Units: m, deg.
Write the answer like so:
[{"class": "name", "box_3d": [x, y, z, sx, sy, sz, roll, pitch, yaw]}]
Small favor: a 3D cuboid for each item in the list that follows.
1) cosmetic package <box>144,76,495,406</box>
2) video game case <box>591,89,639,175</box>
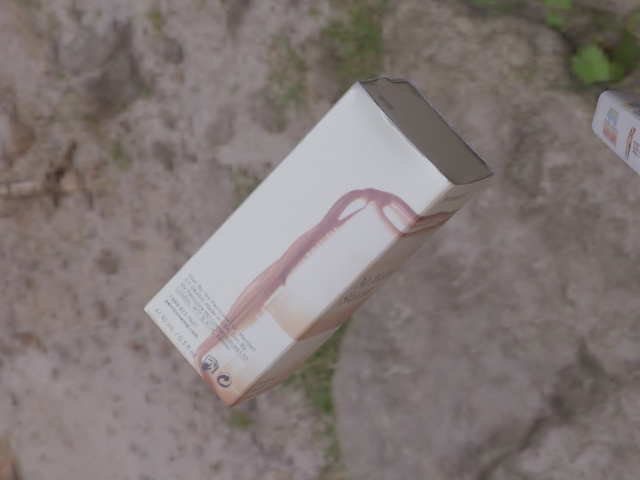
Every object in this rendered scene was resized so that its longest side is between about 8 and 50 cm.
[{"class": "cosmetic package", "box_3d": [0.000, 0.000, 1.436, 0.129, 0.153, 0.296, 48, 111, 11]}, {"class": "video game case", "box_3d": [0.239, -0.021, 0.682, 0.227, 0.206, 0.026, 14, 100, 1]}]
